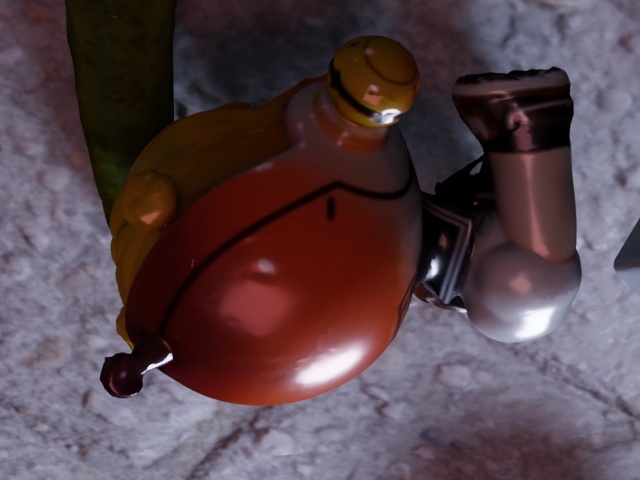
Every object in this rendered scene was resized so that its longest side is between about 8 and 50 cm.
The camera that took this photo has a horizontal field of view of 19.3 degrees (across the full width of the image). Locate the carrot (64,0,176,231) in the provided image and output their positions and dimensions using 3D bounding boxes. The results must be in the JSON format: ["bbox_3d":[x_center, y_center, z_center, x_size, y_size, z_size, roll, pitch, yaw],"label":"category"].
[{"bbox_3d":[-0.128,-0.083,1.286,0.074,0.074,0.359,4,139,3],"label":"carrot"}]

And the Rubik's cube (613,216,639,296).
[{"bbox_3d":[0.330,0.021,1.205,0.213,0.265,0.224,-38,120,18],"label":"Rubik's cube"}]

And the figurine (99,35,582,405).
[{"bbox_3d":[0.003,0.003,1.235,0.323,0.196,0.320,-8,146,-12],"label":"figurine"}]
